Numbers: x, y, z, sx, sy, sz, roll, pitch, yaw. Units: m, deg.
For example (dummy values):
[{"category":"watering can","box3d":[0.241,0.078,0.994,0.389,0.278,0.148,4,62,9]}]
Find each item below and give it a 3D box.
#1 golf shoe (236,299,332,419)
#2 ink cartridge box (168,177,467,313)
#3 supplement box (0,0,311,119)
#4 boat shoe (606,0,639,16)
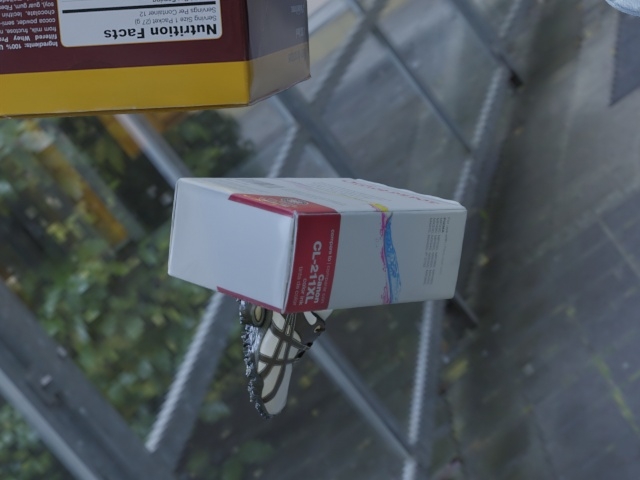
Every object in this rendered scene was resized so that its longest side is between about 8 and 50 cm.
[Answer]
[{"category":"golf shoe","box3d":[-0.031,0.092,1.436,0.094,0.198,0.077,-7,38,-6]},{"category":"ink cartridge box","box3d":[0.000,0.000,1.065,0.175,0.072,0.127,-2,13,-44]},{"category":"supplement box","box3d":[-0.086,-0.166,0.737,0.129,0.194,0.191,-2,10,9]},{"category":"boat shoe","box3d":[0.296,-0.225,0.985,0.094,0.109,0.302,-23,3,-28]}]
